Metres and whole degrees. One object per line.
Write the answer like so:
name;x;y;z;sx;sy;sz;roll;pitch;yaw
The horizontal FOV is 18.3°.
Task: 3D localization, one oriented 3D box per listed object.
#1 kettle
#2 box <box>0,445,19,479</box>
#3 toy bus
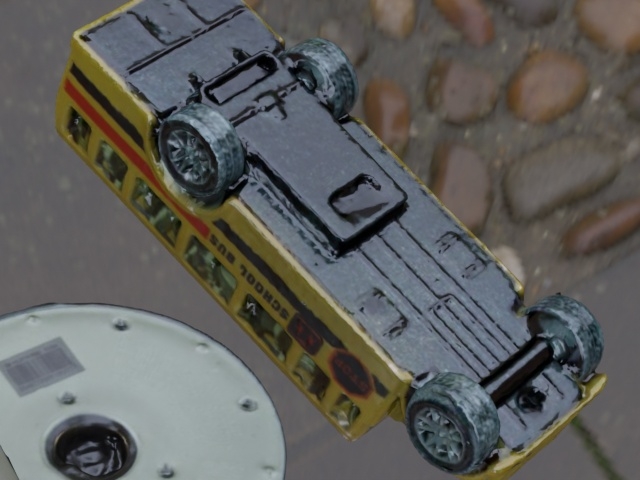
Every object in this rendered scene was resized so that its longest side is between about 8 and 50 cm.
kettle;-0.121;0.149;0.893;0.160;0.243;0.210;-15;49;-26
box;-0.105;0.170;0.562;0.129;0.033;0.247;-25;88;16
toy bus;0.000;0.000;1.108;0.335;0.123;0.121;46;51;11
